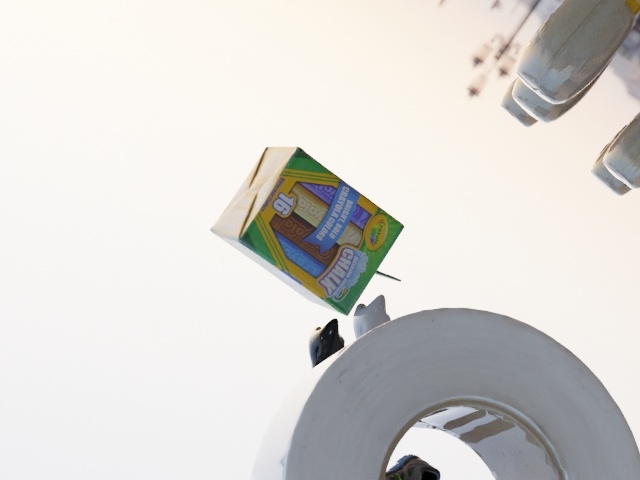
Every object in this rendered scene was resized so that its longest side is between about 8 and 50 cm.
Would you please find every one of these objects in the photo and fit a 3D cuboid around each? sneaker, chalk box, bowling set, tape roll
[{"bbox_3d":[0.127,0.392,1.859,0.078,0.067,0.188,16,-153,30],"label":"sneaker"},{"bbox_3d":[0.000,0.000,1.955,0.289,0.179,0.180,37,172,-19],"label":"chalk box"},{"bbox_3d":[0.249,-0.108,0.856,0.200,0.154,0.287,41,-175,1],"label":"bowling set"},{"bbox_3d":[0.094,0.196,0.868,0.286,0.286,0.100,33,154,-6],"label":"tape roll"}]

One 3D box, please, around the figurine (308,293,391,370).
[{"bbox_3d":[0.037,0.200,1.841,0.092,0.215,0.210,21,-121,-26],"label":"figurine"}]
